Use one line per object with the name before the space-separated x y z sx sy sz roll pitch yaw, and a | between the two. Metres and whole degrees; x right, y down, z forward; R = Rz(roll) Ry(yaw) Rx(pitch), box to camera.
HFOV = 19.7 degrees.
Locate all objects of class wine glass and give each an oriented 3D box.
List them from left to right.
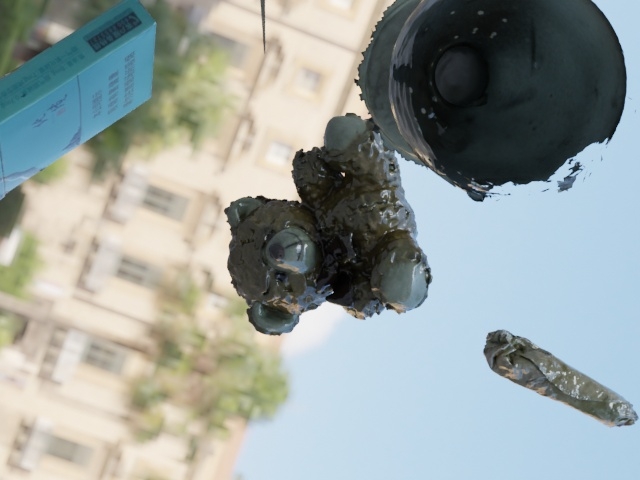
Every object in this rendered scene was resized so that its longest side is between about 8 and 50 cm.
wine glass | 0.137 -0.137 1.568 0.357 0.190 0.191 -131 -118 -80

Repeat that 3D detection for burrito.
burrito | 0.257 0.151 1.954 0.045 0.188 0.058 -57 -171 26

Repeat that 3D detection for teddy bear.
teddy bear | 0.000 0.000 2.310 0.156 0.256 0.267 49 24 -71

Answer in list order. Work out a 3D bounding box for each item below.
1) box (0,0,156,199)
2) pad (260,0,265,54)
box | -0.244 -0.105 1.583 0.229 0.041 0.162 -35 168 -17
pad | -0.086 -0.396 1.712 0.375 0.063 0.315 92 -5 -51
